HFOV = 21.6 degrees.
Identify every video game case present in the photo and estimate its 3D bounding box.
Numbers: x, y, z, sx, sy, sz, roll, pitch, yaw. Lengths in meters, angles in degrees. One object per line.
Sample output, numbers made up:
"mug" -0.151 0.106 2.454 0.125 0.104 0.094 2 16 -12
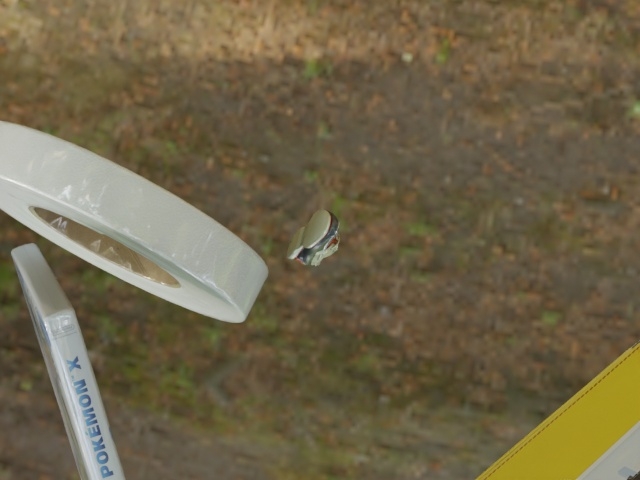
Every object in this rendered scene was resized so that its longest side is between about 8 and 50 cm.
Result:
"video game case" -0.266 0.176 1.825 0.036 0.300 0.329 -18 -164 -12

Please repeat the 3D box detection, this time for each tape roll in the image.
"tape roll" -0.248 -0.020 2.029 0.392 0.072 0.392 27 169 6

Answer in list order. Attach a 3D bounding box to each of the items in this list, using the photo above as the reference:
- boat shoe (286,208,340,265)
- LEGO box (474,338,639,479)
"boat shoe" 0.000 0.000 1.968 0.043 0.049 0.137 22 158 -12
"LEGO box" 0.248 0.289 1.164 0.372 0.500 0.193 26 150 58
